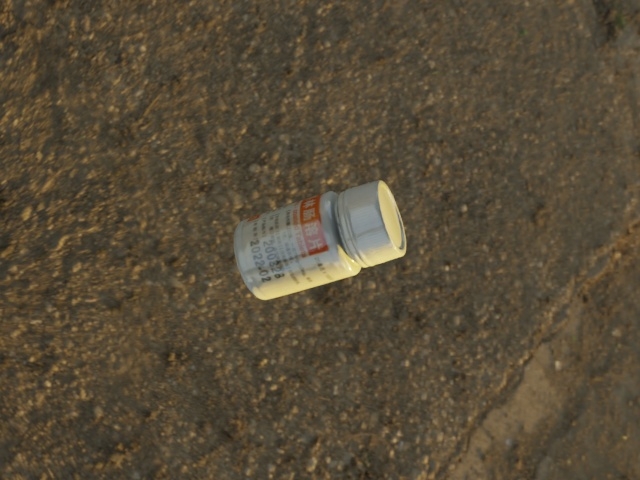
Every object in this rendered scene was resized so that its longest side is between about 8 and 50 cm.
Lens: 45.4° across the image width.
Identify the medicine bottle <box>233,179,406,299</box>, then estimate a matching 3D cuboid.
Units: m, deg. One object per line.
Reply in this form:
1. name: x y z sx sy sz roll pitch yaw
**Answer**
1. medicine bottle: 0.000 0.000 1.218 0.144 0.252 0.144 -14 90 -73
